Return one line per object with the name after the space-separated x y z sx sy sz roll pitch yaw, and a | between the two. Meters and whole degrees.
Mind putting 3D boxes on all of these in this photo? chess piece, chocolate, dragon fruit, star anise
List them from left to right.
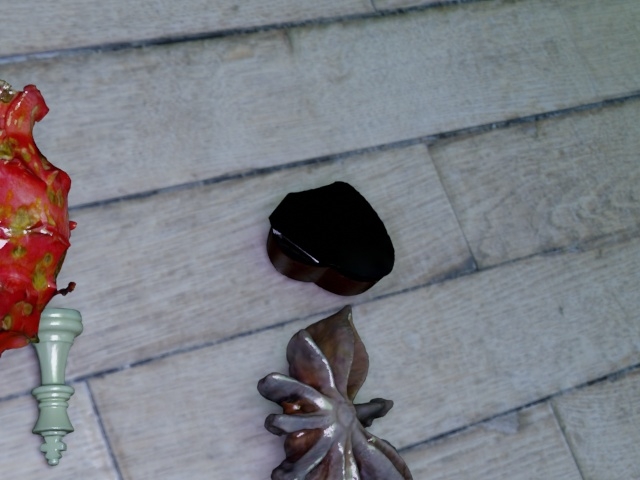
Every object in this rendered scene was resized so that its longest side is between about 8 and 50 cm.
-0.324 -0.020 1.262 0.205 0.210 0.268 18 85 -31 | dragon fruit
-0.258 0.141 1.331 0.059 0.059 0.149 7 71 -28 | chess piece
0.000 0.000 1.529 0.149 0.080 0.125 15 50 -16 | chocolate
0.008 0.205 1.428 0.198 0.111 0.257 -12 82 -49 | star anise
